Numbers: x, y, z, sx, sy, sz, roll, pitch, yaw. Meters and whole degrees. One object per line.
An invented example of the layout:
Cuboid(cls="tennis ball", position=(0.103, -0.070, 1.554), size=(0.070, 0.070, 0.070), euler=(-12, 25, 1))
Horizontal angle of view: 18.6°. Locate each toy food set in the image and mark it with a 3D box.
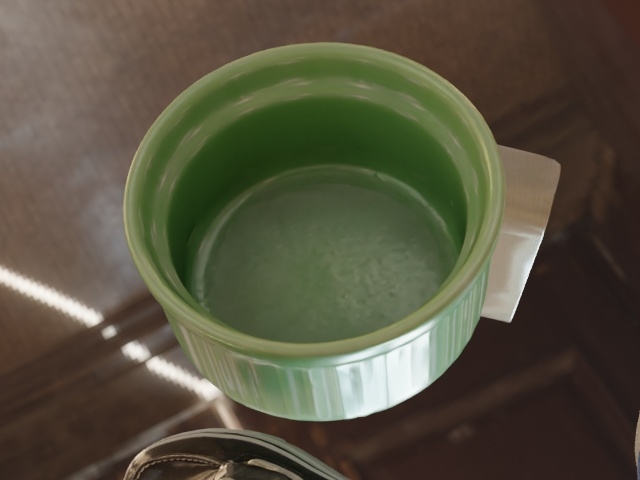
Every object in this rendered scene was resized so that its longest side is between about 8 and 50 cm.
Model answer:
Cuboid(cls="toy food set", position=(0.116, -0.023, 2.026), size=(0.220, 0.092, 0.306), euler=(14, 155, 3))

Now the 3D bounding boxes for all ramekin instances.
Cuboid(cls="ramekin", position=(0.000, 0.000, 1.603), size=(0.303, 0.303, 0.148), euler=(-25, 148, -10))

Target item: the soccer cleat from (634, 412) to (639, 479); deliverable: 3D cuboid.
Cuboid(cls="soccer cleat", position=(0.279, 0.217, 1.383), size=(0.116, 0.143, 0.331), euler=(-1, 107, -2))

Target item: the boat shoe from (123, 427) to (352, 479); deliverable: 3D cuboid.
Cuboid(cls="boat shoe", position=(-0.038, 0.214, 1.491), size=(0.119, 0.335, 0.121), euler=(13, 87, -53))
